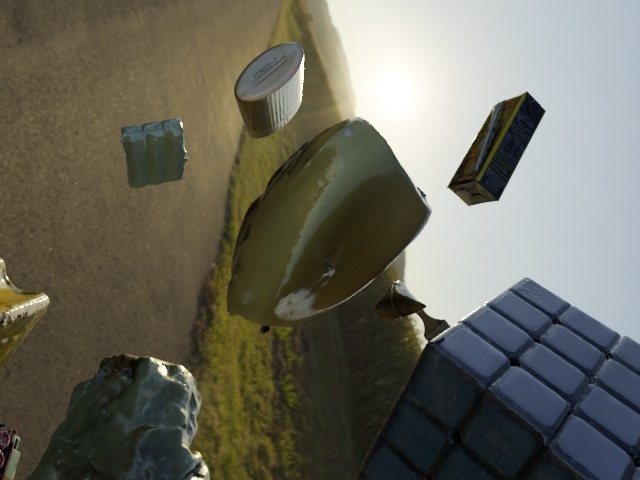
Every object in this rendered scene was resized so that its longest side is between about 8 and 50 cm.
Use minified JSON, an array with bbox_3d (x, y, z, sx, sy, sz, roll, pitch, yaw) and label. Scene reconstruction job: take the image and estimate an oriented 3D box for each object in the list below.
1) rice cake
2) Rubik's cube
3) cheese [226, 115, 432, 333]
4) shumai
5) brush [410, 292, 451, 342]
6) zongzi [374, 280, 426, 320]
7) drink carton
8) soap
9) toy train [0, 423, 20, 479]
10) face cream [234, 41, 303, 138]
[{"bbox_3d":[-0.334,-0.170,1.124,0.237,0.127,0.043,129,-53,-69],"label":"rice cake"},{"bbox_3d":[0.293,0.304,0.772,0.337,0.344,0.344,36,-55,28],"label":"Rubik's cube"},{"bbox_3d":[0.000,0.000,0.753,0.259,0.316,0.128,44,6,-47],"label":"cheese"},{"bbox_3d":[-0.286,0.284,0.761,0.304,0.309,0.263,30,54,-60],"label":"shumai"},{"bbox_3d":[0.244,0.181,1.270,0.196,0.070,0.021,49,4,13],"label":"brush"},{"bbox_3d":[0.128,0.081,0.812,0.040,0.083,0.076,58,38,-14],"label":"zongzi"},{"bbox_3d":[0.254,-0.133,0.806,0.056,0.165,0.071,37,-17,-19],"label":"drink carton"},{"bbox_3d":[-0.596,0.177,0.790,0.169,0.304,0.339,39,-1,-4],"label":"soap"},{"bbox_3d":[-0.462,0.376,0.756,0.085,0.053,0.249,65,13,-51],"label":"toy train"},{"bbox_3d":[-0.091,-0.271,1.050,0.067,0.139,0.285,51,-4,1],"label":"face cream"}]
